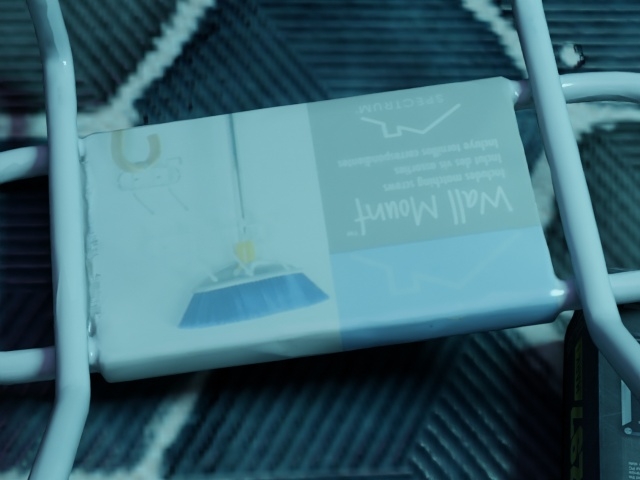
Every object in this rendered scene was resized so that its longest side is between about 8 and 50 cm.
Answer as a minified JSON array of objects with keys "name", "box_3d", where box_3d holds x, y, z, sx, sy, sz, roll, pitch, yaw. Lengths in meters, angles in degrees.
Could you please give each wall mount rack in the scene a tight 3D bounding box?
[{"name":"wall mount rack","box_3d":[0.000,0.000,0.694,0.350,0.130,0.304,-8,52,-1]}]

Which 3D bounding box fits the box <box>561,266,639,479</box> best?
[{"name":"box","box_3d":[0.209,0.113,0.736,0.232,0.059,0.183,7,54,-4]}]
